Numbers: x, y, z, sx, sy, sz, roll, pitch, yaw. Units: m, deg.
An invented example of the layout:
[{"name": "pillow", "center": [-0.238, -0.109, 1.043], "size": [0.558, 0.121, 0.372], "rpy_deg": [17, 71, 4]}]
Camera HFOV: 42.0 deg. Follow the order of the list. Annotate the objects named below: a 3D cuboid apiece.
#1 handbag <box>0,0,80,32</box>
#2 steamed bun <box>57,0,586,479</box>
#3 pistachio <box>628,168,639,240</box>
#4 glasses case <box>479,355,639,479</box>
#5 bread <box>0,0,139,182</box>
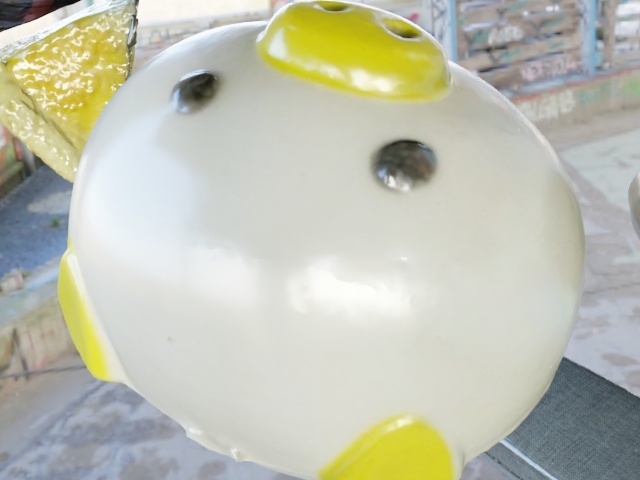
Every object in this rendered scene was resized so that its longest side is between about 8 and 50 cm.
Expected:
[{"name": "handbag", "center": [-0.156, -0.199, 0.425], "size": [0.169, 0.155, 0.215], "rpy_deg": [-41, 16, -16]}, {"name": "steamed bun", "center": [0.000, 0.004, 0.615], "size": [0.374, 0.333, 0.334], "rpy_deg": [20, 29, 18]}, {"name": "pistachio", "center": [0.346, -0.035, 0.649], "size": [0.166, 0.197, 0.288], "rpy_deg": [-3, 1, 0]}, {"name": "glasses case", "center": [0.243, 0.191, 0.783], "size": [0.131, 0.074, 0.323], "rpy_deg": [-36, 34, -17]}, {"name": "bread", "center": [-0.198, -0.139, 0.744], "size": [0.160, 0.169, 0.140], "rpy_deg": [-43, 26, -1]}]
